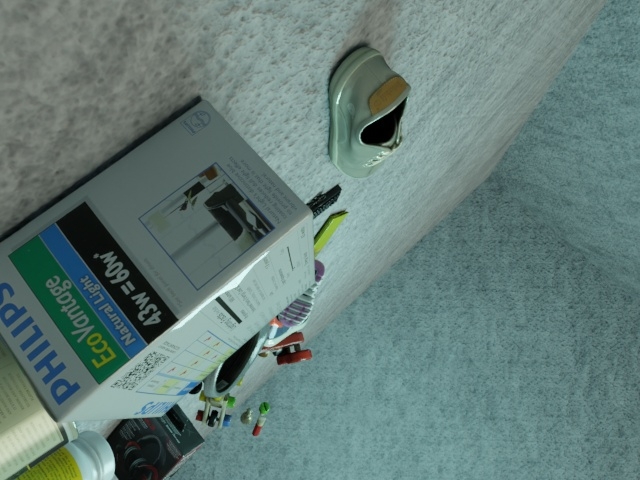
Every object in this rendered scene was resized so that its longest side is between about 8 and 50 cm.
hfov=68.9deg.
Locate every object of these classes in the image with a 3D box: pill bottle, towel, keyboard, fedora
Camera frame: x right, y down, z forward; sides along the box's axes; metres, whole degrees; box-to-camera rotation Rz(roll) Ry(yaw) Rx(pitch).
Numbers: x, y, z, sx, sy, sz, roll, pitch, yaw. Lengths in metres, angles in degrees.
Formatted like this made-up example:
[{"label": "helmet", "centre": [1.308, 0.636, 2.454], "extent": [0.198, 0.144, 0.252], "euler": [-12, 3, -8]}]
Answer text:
[{"label": "pill bottle", "centre": [-0.630, 0.551, 1.007], "extent": [0.188, 0.188, 0.334], "euler": [-50, 164, 21]}, {"label": "towel", "centre": [0.000, 0.000, 1.486], "extent": [0.237, 0.021, 0.102], "euler": [-54, 166, 31]}, {"label": "keyboard", "centre": [-0.015, -0.080, 1.225], "extent": [0.180, 0.023, 0.108], "euler": [-39, 164, -20]}, {"label": "fedora", "centre": [-0.275, 0.311, 1.347], "extent": [0.275, 0.124, 0.243], "euler": [-55, 159, -28]}]

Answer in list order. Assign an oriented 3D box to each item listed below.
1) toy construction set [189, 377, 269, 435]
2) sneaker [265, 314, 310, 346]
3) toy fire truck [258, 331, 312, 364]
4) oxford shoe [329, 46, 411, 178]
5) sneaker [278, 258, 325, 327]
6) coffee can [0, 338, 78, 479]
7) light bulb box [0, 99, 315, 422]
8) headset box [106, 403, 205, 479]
[{"label": "toy construction set", "centre": [-0.291, 0.489, 1.549], "extent": [0.257, 0.309, 0.237], "euler": [-41, 162, -43]}, {"label": "sneaker", "centre": [-0.116, 0.239, 1.642], "extent": [0.350, 0.131, 0.148], "euler": [-34, 142, -66]}, {"label": "toy fire truck", "centre": [-0.190, 0.402, 1.801], "extent": [0.254, 0.169, 0.302], "euler": [-6, 166, -25]}, {"label": "oxford shoe", "centre": [0.109, -0.218, 0.982], "extent": [0.169, 0.130, 0.449], "euler": [-44, 166, -6]}, {"label": "sneaker", "centre": [-0.056, 0.170, 1.516], "extent": [0.236, 0.095, 0.104], "euler": [-63, 180, -1]}, {"label": "coffee can", "centre": [-0.475, 0.242, 0.553], "extent": [0.275, 0.201, 0.201], "euler": [-32, 161, -39]}, {"label": "light bulb box", "centre": [-0.210, 0.059, 0.702], "extent": [0.361, 0.225, 0.358], "euler": [-40, 165, -13]}, {"label": "headset box", "centre": [-0.513, 0.622, 1.437], "extent": [0.293, 0.218, 0.110], "euler": [-48, 165, 17]}]
